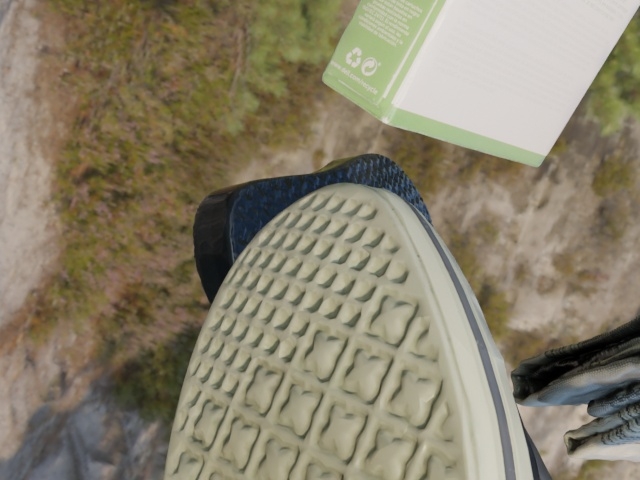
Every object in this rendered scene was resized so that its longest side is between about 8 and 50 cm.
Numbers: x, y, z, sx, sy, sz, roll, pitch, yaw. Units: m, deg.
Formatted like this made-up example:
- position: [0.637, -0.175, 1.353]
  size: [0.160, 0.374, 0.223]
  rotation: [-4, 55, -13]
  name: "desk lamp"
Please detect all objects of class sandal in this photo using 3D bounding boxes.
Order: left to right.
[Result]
- position: [-0.001, -0.002, 0.929]
  size: [0.446, 0.107, 0.167]
  rotation: [-3, 82, -60]
  name: "sandal"

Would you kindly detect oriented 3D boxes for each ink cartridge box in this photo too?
- position: [0.121, -0.156, 0.468]
  size: [0.171, 0.056, 0.235]
  rotation: [6, 118, -51]
  name: "ink cartridge box"

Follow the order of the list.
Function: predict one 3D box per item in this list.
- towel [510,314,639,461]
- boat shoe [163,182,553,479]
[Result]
- position: [0.299, 0.087, 0.470]
  size: [0.312, 0.324, 0.056]
  rotation: [129, -29, -66]
  name: "towel"
- position: [0.054, 0.204, 0.377]
  size: [0.156, 0.187, 0.500]
  rotation: [23, 43, -49]
  name: "boat shoe"
